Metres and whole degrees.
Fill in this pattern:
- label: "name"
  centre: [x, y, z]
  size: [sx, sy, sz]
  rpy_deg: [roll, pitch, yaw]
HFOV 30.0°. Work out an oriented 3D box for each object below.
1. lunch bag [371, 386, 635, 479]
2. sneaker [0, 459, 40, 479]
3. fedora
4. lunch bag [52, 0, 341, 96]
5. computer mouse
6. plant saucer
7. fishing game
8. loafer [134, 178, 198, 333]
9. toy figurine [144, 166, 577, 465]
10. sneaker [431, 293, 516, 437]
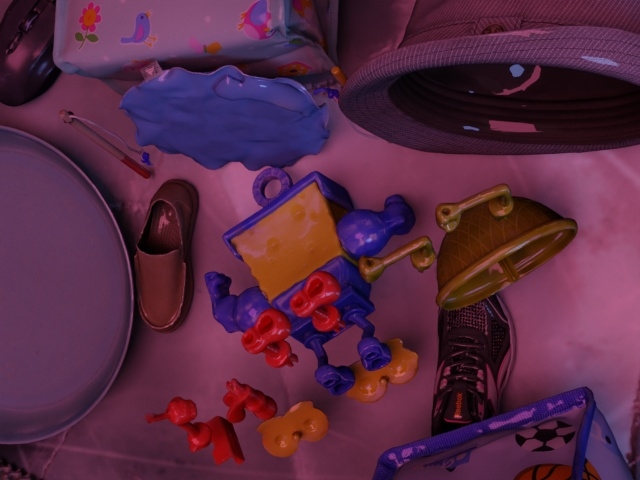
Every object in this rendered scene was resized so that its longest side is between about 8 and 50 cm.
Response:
- label: "lunch bag"
  centre: [0.150, 0.353, 0.853]
  size: [0.239, 0.385, 0.328]
  rpy_deg: [-24, 107, 22]
- label: "sneaker"
  centre: [-0.310, 0.322, 1.200]
  size: [0.293, 0.102, 0.146]
  rpy_deg: [26, 110, 19]
- label: "fedora"
  centre: [0.155, -0.152, 0.908]
  size: [0.275, 0.243, 0.124]
  rpy_deg: [-2, 75, 39]
- label: "lunch bag"
  centre: [-0.101, -0.268, 1.005]
  size: [0.223, 0.160, 0.262]
  rpy_deg: [-4, 82, 24]
- label: "computer mouse"
  centre: [-0.254, -0.234, 1.122]
  size: [0.071, 0.041, 0.242]
  rpy_deg: [31, 106, 13]
- label: "plant saucer"
  centre: [-0.317, 0.042, 1.183]
  size: [0.317, 0.043, 0.318]
  rpy_deg: [3, 100, 20]
- label: "fishing game"
  centre: [-0.082, -0.109, 1.020]
  size: [0.264, 0.189, 0.041]
  rpy_deg: [-8, 67, 26]
- label: "loafer"
  centre: [-0.150, 0.017, 1.118]
  size: [0.056, 0.050, 0.148]
  rpy_deg: [7, 100, 18]
- label: "toy figurine"
  centre: [0.000, 0.000, 0.997]
  size: [0.362, 0.191, 0.217]
  rpy_deg: [-36, 55, 16]
- label: "sneaker"
  centre: [0.128, 0.128, 1.025]
  size: [0.072, 0.077, 0.178]
  rpy_deg: [-1, 97, 18]
